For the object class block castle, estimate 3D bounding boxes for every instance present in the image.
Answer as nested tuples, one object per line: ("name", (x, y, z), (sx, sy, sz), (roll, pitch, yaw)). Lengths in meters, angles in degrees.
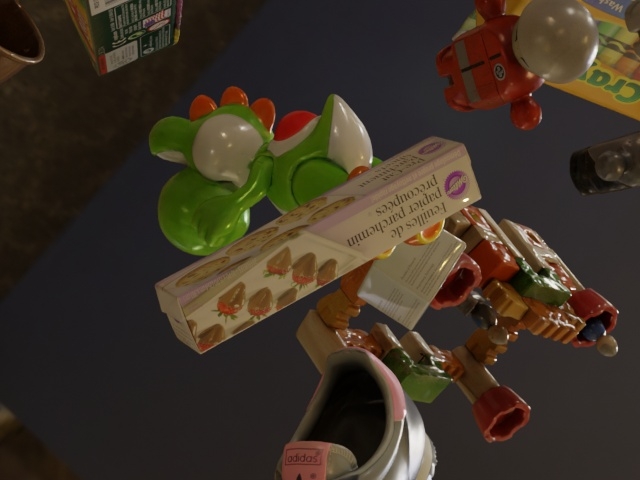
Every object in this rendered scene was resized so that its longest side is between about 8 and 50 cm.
("block castle", (0.216, 0.139, 2.384), (0.453, 0.213, 0.303), (17, 119, -48))

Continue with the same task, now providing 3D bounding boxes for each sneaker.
("sneaker", (-0.009, 0.216, 1.158), (0.319, 0.112, 0.131), (-70, 148, -42))

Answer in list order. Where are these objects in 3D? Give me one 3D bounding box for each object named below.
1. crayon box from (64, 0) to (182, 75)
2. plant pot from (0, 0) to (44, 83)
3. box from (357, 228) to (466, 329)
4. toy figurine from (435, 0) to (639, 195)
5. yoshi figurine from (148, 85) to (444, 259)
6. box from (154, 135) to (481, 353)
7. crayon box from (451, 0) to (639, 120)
("crayon box", (-0.241, -0.354, 1.571), (0.106, 0.313, 0.363), (-25, 176, -8))
("plant pot", (-0.361, -0.168, 1.445), (0.165, 0.167, 0.167), (-40, 145, 15))
("box", (0.113, 0.037, 2.046), (0.102, 0.087, 0.101), (-56, 176, -26))
("toy figurine", (0.212, -0.150, 1.158), (0.209, 0.148, 0.213), (34, 67, -20))
("yoshi figurine", (-0.050, -0.042, 1.897), (0.203, 0.362, 0.203), (-57, 145, -27))
("box", (0.000, 0.000, 1.545), (0.324, 0.067, 0.063), (-28, 113, -17))
("crayon box", (0.292, -0.240, 1.591), (0.203, 0.083, 0.323), (19, 138, -18))
